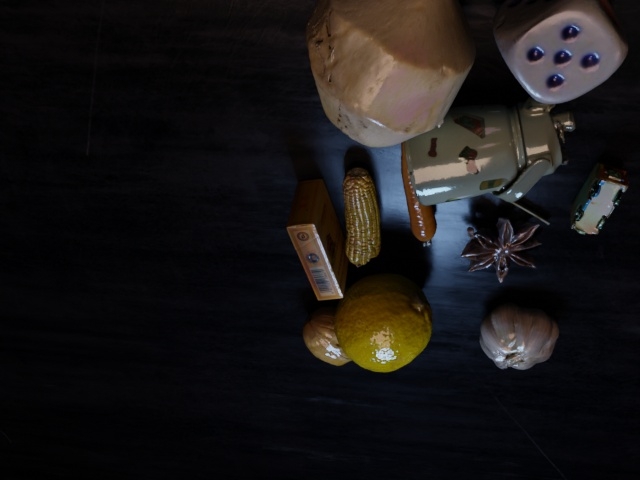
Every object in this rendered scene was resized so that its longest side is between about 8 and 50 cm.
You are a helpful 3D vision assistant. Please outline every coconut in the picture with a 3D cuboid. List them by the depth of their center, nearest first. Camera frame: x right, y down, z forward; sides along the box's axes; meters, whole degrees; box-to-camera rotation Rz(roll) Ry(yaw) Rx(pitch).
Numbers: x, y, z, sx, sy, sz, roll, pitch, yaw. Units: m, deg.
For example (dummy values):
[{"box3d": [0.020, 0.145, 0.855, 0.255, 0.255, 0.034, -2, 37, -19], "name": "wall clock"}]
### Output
[{"box3d": [0.129, -0.366, 1.350, 0.353, 0.352, 0.352, 5, 135, 5], "name": "coconut"}]

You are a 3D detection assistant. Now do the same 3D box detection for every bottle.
[{"box3d": [0.374, -0.199, 1.543, 0.352, 0.229, 0.229, -10, 131, 15], "name": "bottle"}]

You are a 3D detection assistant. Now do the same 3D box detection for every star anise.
[{"box3d": [0.454, 0.008, 1.808, 0.262, 0.081, 0.230, 26, 134, -30], "name": "star anise"}]

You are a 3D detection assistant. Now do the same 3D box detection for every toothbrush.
[{"box3d": [0.454, -0.109, 1.734, 0.294, 0.026, 0.028, 32, 116, -19], "name": "toothbrush"}]

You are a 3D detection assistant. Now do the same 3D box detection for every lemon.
[{"box3d": [0.173, 0.224, 1.946, 0.293, 0.293, 0.293, 5, 135, 5], "name": "lemon"}]

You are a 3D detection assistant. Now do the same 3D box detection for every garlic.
[{"box3d": [0.562, 0.281, 2.007, 0.228, 0.152, 0.227, 4, 129, 5], "name": "garlic"}]

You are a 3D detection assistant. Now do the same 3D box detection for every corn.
[{"box3d": [0.102, -0.061, 1.800, 0.101, 0.101, 0.291, 0, 130, 11], "name": "corn"}]

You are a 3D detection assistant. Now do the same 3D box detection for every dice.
[{"box3d": [0.454, -0.392, 1.340, 0.192, 0.193, 0.194, -30, 123, 34], "name": "dice"}]

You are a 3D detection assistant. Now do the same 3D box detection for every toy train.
[{"box3d": [0.649, -0.097, 1.658, 0.072, 0.099, 0.188, 15, 136, 0], "name": "toy train"}]

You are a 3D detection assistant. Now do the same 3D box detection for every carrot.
[{"box3d": [0.237, -0.112, 1.747, 0.069, 0.069, 0.336, -7, 129, 17], "name": "carrot"}]

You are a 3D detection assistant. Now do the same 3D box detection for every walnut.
[{"box3d": [0.038, 0.282, 2.103, 0.197, 0.165, 0.165, 34, 130, -21], "name": "walnut"}]

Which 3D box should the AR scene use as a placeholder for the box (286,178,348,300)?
[{"box3d": [0.000, 0.000, 1.820, 0.076, 0.174, 0.274, -8, 133, 16], "name": "box"}]
